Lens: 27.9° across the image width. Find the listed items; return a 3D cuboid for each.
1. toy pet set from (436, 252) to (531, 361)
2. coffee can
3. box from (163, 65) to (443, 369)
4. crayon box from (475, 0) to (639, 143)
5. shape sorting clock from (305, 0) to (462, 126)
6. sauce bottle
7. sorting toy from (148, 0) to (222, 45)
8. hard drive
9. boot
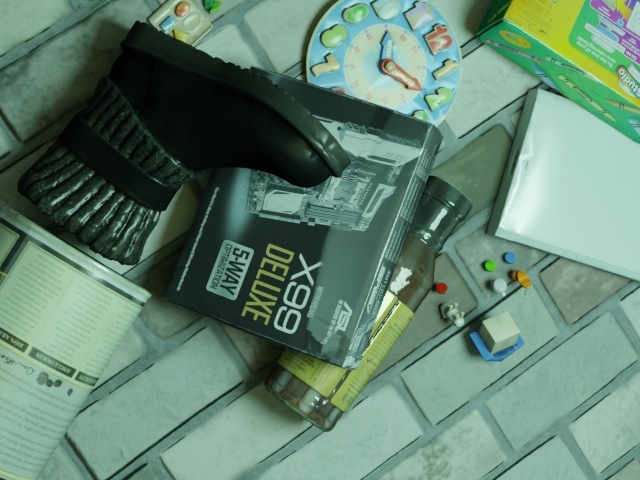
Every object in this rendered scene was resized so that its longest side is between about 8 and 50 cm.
[{"bbox_3d":[0.224,0.096,1.704,0.122,0.065,0.114,-21,64,-16],"label":"toy pet set"},{"bbox_3d":[-0.348,0.127,1.466,0.201,0.201,0.275,33,85,-14],"label":"coffee can"},{"bbox_3d":[-0.020,-0.027,1.552,0.242,0.076,0.307,20,88,18],"label":"box"},{"bbox_3d":[0.360,-0.268,1.675,0.278,0.081,0.165,31,72,-13],"label":"crayon box"},{"bbox_3d":[0.083,-0.221,1.644,0.206,0.040,0.206,-1,93,-15],"label":"shape sorting clock"},{"bbox_3d":[0.068,0.075,1.623,0.111,0.111,0.344,39,83,-14],"label":"sauce bottle"},{"bbox_3d":[-0.162,-0.277,1.589,0.083,0.012,0.062,-45,103,-8],"label":"sorting toy"},{"bbox_3d":[0.394,-0.061,1.739,0.308,0.040,0.203,17,89,-15],"label":"hard drive"},{"bbox_3d":[-0.159,-0.076,1.482,0.348,0.131,0.260,28,81,29],"label":"boot"}]
